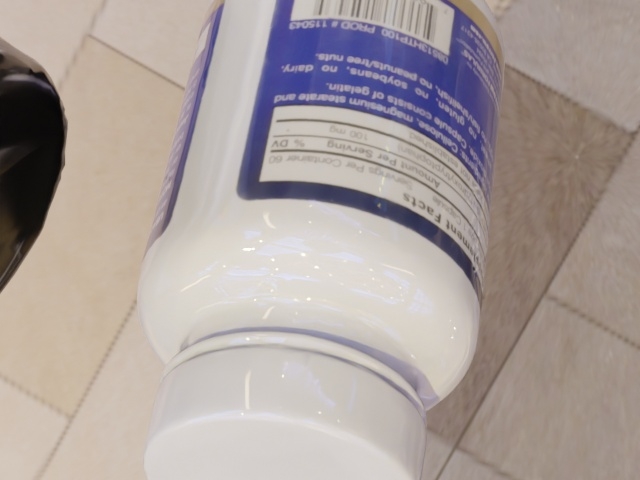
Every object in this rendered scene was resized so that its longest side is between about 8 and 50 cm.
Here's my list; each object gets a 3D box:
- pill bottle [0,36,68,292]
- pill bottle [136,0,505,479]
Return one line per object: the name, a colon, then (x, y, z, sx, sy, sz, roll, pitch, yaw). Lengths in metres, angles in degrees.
pill bottle: (-0.192, -0.056, 0.470, 0.219, 0.123, 0.122, 35, 98, 14)
pill bottle: (0.000, 0.000, 0.539, 0.112, 0.112, 0.186, 4, 54, 9)
